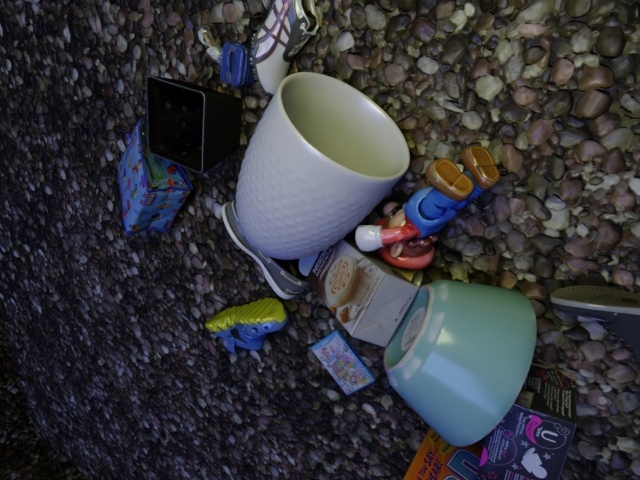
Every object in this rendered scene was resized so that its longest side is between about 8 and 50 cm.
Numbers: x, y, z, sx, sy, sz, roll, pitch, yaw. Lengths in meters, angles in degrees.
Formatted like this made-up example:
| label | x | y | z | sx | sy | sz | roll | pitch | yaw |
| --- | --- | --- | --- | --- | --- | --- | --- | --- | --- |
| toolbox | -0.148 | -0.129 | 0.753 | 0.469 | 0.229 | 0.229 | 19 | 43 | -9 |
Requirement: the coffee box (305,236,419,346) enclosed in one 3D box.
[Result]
| label | x | y | z | sx | sy | sz | roll | pitch | yaw |
| --- | --- | --- | --- | --- | --- | --- | --- | --- | --- |
| coffee box | 0.077 | 0.093 | 0.952 | 0.141 | 0.098 | 0.246 | -62 | 30 | 8 |

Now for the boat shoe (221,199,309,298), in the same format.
| label | x | y | z | sx | sy | sz | roll | pitch | yaw |
| --- | --- | --- | --- | --- | --- | --- | --- | --- | --- |
| boat shoe | -0.135 | 0.010 | 1.160 | 0.091 | 0.109 | 0.304 | -34 | 94 | 37 |

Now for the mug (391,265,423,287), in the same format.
| label | x | y | z | sx | sy | sz | roll | pitch | yaw |
| --- | --- | --- | --- | --- | --- | --- | --- | --- | --- |
| mug | 0.189 | 0.074 | 1.003 | 0.064 | 0.062 | 0.078 | 21 | 100 | 35 |

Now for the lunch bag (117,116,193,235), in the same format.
| label | x | y | z | sx | sy | sz | roll | pitch | yaw |
| --- | --- | --- | --- | --- | --- | --- | --- | --- | --- |
| lunch bag | -0.523 | -0.199 | 1.317 | 0.221 | 0.138 | 0.293 | -44 | 66 | 40 |

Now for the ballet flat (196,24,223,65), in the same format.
| label | x | y | z | sx | sy | sz | roll | pitch | yaw |
| --- | --- | --- | --- | --- | --- | --- | --- | --- | --- |
| ballet flat | -0.268 | -0.473 | 1.090 | 0.041 | 0.041 | 0.114 | -30 | 91 | 38 |

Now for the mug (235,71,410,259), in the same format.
| label | x | y | z | sx | sy | sz | roll | pitch | yaw |
| --- | --- | --- | --- | --- | --- | --- | --- | --- | --- |
| mug | -0.038 | -0.157 | 0.936 | 0.328 | 0.277 | 0.373 | -51 | 43 | 42 |

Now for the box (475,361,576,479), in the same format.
| label | x | y | z | sx | sy | sz | roll | pitch | yaw |
| --- | --- | --- | --- | --- | --- | --- | --- | --- | --- |
| box | 0.418 | 0.390 | 0.909 | 0.142 | 0.163 | 0.247 | 14 | 116 | 25 |

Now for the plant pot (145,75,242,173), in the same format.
| label | x | y | z | sx | sy | sz | roll | pitch | yaw |
| --- | --- | --- | --- | --- | --- | --- | --- | --- | --- |
| plant pot | -0.297 | -0.293 | 1.103 | 0.188 | 0.167 | 0.187 | 23 | 119 | 25 |

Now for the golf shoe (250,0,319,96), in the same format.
| label | x | y | z | sx | sy | sz | roll | pitch | yaw |
| --- | --- | --- | --- | --- | --- | --- | --- | --- | --- |
| golf shoe | -0.073 | -0.433 | 0.941 | 0.120 | 0.105 | 0.272 | 21 | 120 | 17 |

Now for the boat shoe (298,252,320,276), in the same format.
| label | x | y | z | sx | sy | sz | roll | pitch | yaw |
| --- | --- | --- | --- | --- | --- | --- | --- | --- | --- |
| boat shoe | 0.000 | 0.000 | 1.096 | 0.065 | 0.083 | 0.183 | 16 | 90 | 28 |

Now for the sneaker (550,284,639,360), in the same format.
| label | x | y | z | sx | sy | sz | roll | pitch | yaw |
| --- | --- | --- | --- | --- | --- | --- | --- | --- | --- |
| sneaker | 0.527 | 0.154 | 0.791 | 0.222 | 0.083 | 0.117 | 7 | 113 | 30 |

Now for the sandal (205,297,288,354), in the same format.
| label | x | y | z | sx | sy | sz | roll | pitch | yaw |
| --- | --- | --- | --- | --- | --- | --- | --- | --- | --- |
| sandal | -0.198 | 0.255 | 1.298 | 0.318 | 0.126 | 0.138 | -19 | 102 | 45 |

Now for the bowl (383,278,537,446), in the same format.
| label | x | y | z | sx | sy | sz | roll | pitch | yaw |
| --- | --- | --- | --- | --- | --- | --- | --- | --- | --- |
| bowl | 0.231 | 0.196 | 0.839 | 0.163 | 0.311 | 0.311 | 27 | 124 | -1 |

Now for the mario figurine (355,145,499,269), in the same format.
| label | x | y | z | sx | sy | sz | roll | pitch | yaw |
| --- | --- | --- | --- | --- | --- | --- | --- | --- | --- |
| mario figurine | 0.181 | -0.066 | 0.864 | 0.198 | 0.169 | 0.320 | 12 | 149 | -13 |

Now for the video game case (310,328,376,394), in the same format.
| label | x | y | z | sx | sy | sz | roll | pitch | yaw |
| --- | --- | --- | --- | --- | --- | --- | --- | --- | --- |
| video game case | 0.060 | 0.333 | 1.216 | 0.166 | 0.015 | 0.119 | 52 | 128 | 6 |

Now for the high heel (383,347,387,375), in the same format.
| label | x | y | z | sx | sy | sz | roll | pitch | yaw |
| --- | --- | --- | --- | --- | --- | --- | --- | --- | --- |
| high heel | 0.204 | 0.256 | 1.050 | 0.117 | 0.082 | 0.243 | -26 | 81 | 48 |

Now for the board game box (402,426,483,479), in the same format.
| label | x | y | z | sx | sy | sz | roll | pitch | yaw |
| --- | --- | --- | --- | --- | --- | --- | --- | --- | --- |
| board game box | 0.310 | 0.724 | 0.994 | 0.357 | 0.356 | 0.356 | 24 | 120 | 24 |

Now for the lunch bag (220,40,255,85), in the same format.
| label | x | y | z | sx | sy | sz | roll | pitch | yaw |
| --- | --- | --- | --- | --- | --- | --- | --- | --- | --- |
| lunch bag | -0.193 | -0.415 | 1.047 | 0.067 | 0.065 | 0.098 | 24 | 121 | 24 |

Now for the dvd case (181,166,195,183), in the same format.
| label | x | y | z | sx | sy | sz | roll | pitch | yaw |
| --- | --- | --- | --- | --- | --- | --- | --- | --- | --- |
| dvd case | -0.427 | -0.178 | 1.332 | 0.087 | 0.013 | 0.119 | 50 | 129 | 6 |
